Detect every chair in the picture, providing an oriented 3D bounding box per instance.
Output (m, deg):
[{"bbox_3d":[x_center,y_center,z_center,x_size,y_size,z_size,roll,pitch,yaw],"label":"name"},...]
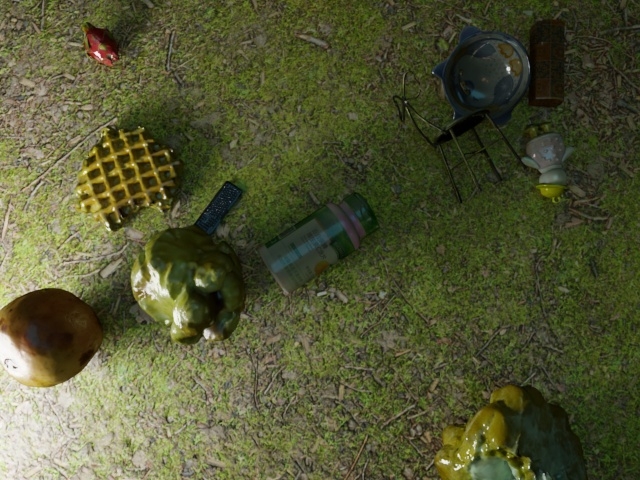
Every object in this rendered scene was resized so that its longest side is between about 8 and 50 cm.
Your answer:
[{"bbox_3d":[0.329,-0.267,1.098,0.170,0.160,0.325,-27,84,-6],"label":"chair"}]

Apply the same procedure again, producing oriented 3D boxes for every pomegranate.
[{"bbox_3d":[-0.594,0.208,1.010,0.215,0.215,0.215,0,82,0],"label":"pomegranate"}]

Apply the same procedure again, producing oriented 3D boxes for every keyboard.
[{"bbox_3d":[-0.260,-0.077,1.144,0.053,0.010,0.155,34,83,3],"label":"keyboard"}]

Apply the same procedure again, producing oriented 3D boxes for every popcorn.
[{"bbox_3d":[-0.270,0.104,0.991,0.277,0.276,0.225,23,103,3],"label":"popcorn"}]

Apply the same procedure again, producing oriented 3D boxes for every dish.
[{"bbox_3d":[0.400,-0.412,1.138,0.228,0.086,0.236,3,115,19],"label":"dish"}]

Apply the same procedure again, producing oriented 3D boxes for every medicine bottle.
[{"bbox_3d":[0.000,0.000,1.071,0.274,0.133,0.133,-34,83,-5],"label":"medicine bottle"}]

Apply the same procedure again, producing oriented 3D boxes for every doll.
[{"bbox_3d":[0.563,-0.193,1.122,0.129,0.081,0.207,-10,84,6],"label":"doll"}]

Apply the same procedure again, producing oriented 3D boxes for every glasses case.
[{"bbox_3d":[0.586,-0.458,1.175,0.075,0.049,0.218,5,82,1],"label":"glasses case"}]

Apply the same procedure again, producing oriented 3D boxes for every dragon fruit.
[{"bbox_3d":[-0.569,-0.510,1.173,0.086,0.081,0.116,-25,83,7],"label":"dragon fruit"}]

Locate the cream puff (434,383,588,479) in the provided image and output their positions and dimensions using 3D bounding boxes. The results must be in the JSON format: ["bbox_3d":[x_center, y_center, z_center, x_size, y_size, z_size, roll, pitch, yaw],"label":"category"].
[{"bbox_3d":[0.405,0.474,0.971,0.274,0.270,0.323,-14,81,-36],"label":"cream puff"}]

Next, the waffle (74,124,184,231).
[{"bbox_3d":[-0.477,-0.153,1.135,0.291,0.051,0.291,0,81,3],"label":"waffle"}]
